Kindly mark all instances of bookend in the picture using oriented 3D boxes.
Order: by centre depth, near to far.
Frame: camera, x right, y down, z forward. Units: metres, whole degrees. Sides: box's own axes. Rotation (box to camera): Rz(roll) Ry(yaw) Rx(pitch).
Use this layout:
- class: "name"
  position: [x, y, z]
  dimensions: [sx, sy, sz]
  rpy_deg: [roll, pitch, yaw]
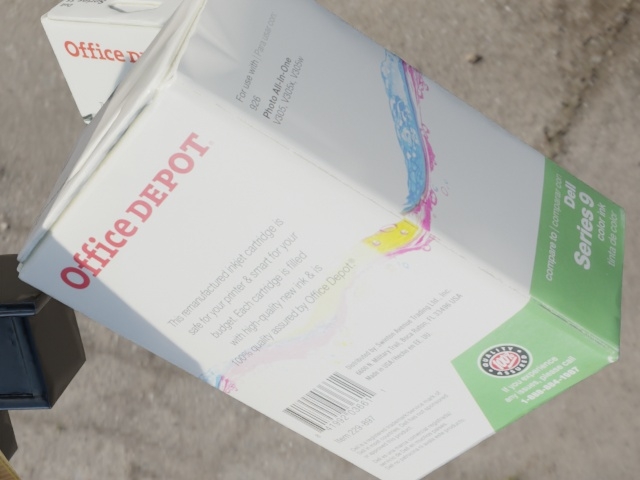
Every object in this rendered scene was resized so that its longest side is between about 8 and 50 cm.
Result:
- class: "bookend"
  position: [-0.216, 0.094, 0.781]
  dimensions: [0.156, 0.072, 0.157]
  rpy_deg: [-3, 114, 14]

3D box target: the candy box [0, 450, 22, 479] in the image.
- class: "candy box"
  position: [-0.275, 0.058, 0.597]
  dimensions: [0.087, 0.183, 0.316]
  rpy_deg: [-46, 71, 8]

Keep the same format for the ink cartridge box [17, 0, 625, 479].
- class: "ink cartridge box"
  position: [0.000, 0.000, 0.546]
  dimensions: [0.212, 0.093, 0.154]
  rpy_deg: [30, 137, -17]

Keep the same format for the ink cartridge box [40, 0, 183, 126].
- class: "ink cartridge box"
  position: [-0.086, -0.086, 0.902]
  dimensions: [0.153, 0.087, 0.208]
  rpy_deg: [11, 134, 34]
